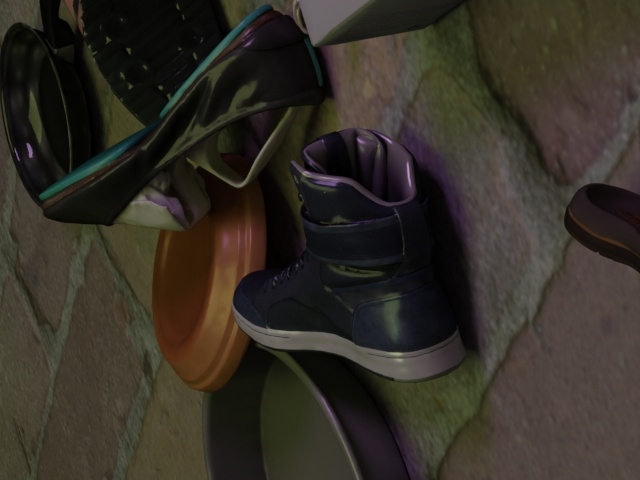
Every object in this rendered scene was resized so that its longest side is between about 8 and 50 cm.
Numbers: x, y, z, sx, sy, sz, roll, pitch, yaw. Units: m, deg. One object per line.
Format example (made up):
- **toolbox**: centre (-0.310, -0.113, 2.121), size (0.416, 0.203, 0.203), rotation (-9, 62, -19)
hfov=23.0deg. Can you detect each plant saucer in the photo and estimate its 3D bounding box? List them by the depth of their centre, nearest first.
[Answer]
- **plant saucer**: centre (-0.098, 0.025, 1.299), size (0.200, 0.037, 0.200), rotation (-173, 90, -67)

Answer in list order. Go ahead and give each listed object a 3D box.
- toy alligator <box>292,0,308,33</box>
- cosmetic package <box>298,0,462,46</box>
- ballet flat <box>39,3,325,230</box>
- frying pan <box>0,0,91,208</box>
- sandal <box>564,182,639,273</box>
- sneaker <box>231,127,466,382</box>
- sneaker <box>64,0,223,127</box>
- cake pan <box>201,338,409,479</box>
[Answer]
- **toy alligator**: centre (-0.013, -0.239, 1.077), size (0.051, 0.056, 0.189), rotation (-57, -37, -68)
- **cosmetic package**: centre (0.038, -0.335, 0.889), size (0.284, 0.097, 0.377), rotation (-27, 78, 59)
- **ballet flat**: centre (-0.105, -0.065, 1.198), size (0.280, 0.095, 0.096), rotation (-35, 93, 34)
- **frying pan**: centre (-0.282, -0.185, 1.595), size (0.197, 0.053, 0.326), rotation (40, 134, 49)
- **sandal**: centre (0.204, 0.006, 0.774), size (0.219, 0.090, 0.060), rotation (42, 116, 57)
- **sneaker**: centre (0.002, -0.001, 1.100), size (0.226, 0.086, 0.163), rotation (8, 121, 50)
- **sneaker**: centre (-0.163, -0.215, 1.339), size (0.319, 0.112, 0.131), rotation (61, -179, 14)
- **cake pan**: centre (-0.008, 0.211, 1.268), size (0.293, 0.054, 0.293), rotation (36, 133, 51)
